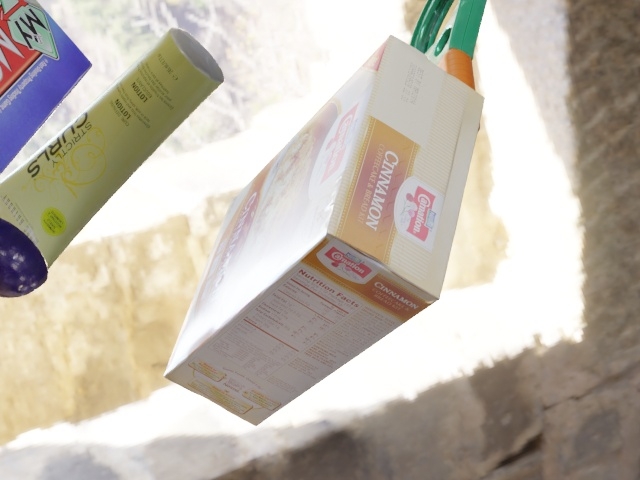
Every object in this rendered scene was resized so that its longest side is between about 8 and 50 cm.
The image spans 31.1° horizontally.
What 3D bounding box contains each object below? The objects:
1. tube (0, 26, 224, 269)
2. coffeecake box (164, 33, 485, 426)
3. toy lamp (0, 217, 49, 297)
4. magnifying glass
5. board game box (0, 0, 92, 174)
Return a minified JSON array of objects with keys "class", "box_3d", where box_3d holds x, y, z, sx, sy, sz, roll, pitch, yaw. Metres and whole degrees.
[{"class":"tube","box_3d":[-0.182,-0.074,0.952,0.240,0.062,0.070,-40,37,18]},{"class":"coffeecake box","box_3d":[0.000,0.000,0.634,0.185,0.068,0.142,-41,24,47]},{"class":"toy lamp","box_3d":[-0.279,0.100,0.716,0.080,0.275,0.080,22,142,18]},{"class":"magnifying glass","box_3d":[0.090,-0.128,0.780,0.092,0.026,0.231,-57,13,31]},{"class":"board game box","box_3d":[-0.246,-0.101,0.574,0.046,0.317,0.213,-33,110,23]}]
